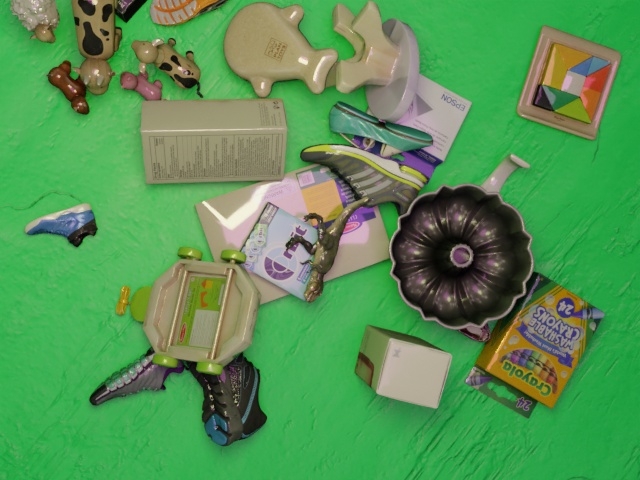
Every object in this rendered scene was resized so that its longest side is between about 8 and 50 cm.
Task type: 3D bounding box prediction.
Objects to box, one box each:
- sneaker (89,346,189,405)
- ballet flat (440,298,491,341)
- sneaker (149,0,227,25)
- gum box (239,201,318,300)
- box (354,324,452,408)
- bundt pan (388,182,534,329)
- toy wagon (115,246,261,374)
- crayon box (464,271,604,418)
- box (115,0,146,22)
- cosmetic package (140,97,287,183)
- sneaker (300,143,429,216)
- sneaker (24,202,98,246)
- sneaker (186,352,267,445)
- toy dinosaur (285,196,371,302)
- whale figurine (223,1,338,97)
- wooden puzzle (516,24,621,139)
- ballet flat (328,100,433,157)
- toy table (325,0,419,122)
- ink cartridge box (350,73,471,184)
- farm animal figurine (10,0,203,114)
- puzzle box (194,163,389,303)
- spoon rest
[{"bbox_3d":[-0.410,0.324,1.730,0.223,0.083,0.098,-35,102,-7],"label":"sneaker"},{"bbox_3d":[0.322,0.178,1.841,0.221,0.079,0.077,32,88,-9],"label":"ballet flat"},{"bbox_3d":[-0.281,-0.536,1.716,0.215,0.083,0.084,-18,91,10],"label":"sneaker"},{"bbox_3d":[-0.078,0.025,1.736,0.184,0.041,0.157,30,88,-10],"label":"gum box"},{"bbox_3d":[0.182,0.283,1.745,0.148,0.232,0.127,16,89,-9],"label":"box"},{"bbox_3d":[0.310,0.039,1.749,0.331,0.124,0.331,0,86,-3],"label":"bundt pan"},{"bbox_3d":[-0.296,0.149,1.686,0.344,0.068,0.267,3,74,27],"label":"toy wagon"},{"bbox_3d":[0.526,0.264,1.876,0.203,0.083,0.323,30,88,-9],"label":"crayon box"},{"bbox_3d":[-0.469,-0.639,1.666,0.261,0.103,0.184,42,84,-9],"label":"box"},{"bbox_3d":[-0.233,-0.218,1.682,0.309,0.160,0.113,-1,48,-9],"label":"cosmetic package"},{"bbox_3d":[0.093,-0.140,1.727,0.300,0.111,0.121,18,93,-8],"label":"sneaker"},{"bbox_3d":[-0.573,-0.020,1.698,0.152,0.058,0.084,-20,87,-14],"label":"sneaker"},{"bbox_3d":[-0.219,0.290,1.755,0.139,0.125,0.341,-5,82,-46],"label":"sneaker"},{"bbox_3d":[0.000,0.000,1.695,0.118,0.064,0.268,27,90,-16],"label":"toy dinosaur"},{"bbox_3d":[-0.080,-0.412,1.689,0.272,0.141,0.216,26,99,20],"label":"whale figurine"},{"bbox_3d":[0.616,-0.389,1.881,0.221,0.044,0.239,16,90,-9],"label":"wooden puzzle"},{"bbox_3d":[0.133,-0.241,1.756,0.247,0.083,0.087,20,114,-1],"label":"ballet flat"},{"bbox_3d":[0.104,-0.403,1.689,0.161,0.274,0.252,16,131,-26],"label":"toy table"},{"bbox_3d":[0.216,-0.280,1.820,0.223,0.045,0.224,26,88,-9],"label":"ink cartridge box"},{"bbox_3d":[-0.436,-0.398,1.587,0.330,0.172,0.327,-13,125,1],"label":"farm animal figurine"},{"bbox_3d":[-0.057,-0.022,1.785,0.409,0.052,0.272,-19,95,-8],"label":"puzzle box"},{"bbox_3d":[0.400,-0.084,1.853,0.137,0.084,0.276,32,101,-8],"label":"spoon rest"}]
